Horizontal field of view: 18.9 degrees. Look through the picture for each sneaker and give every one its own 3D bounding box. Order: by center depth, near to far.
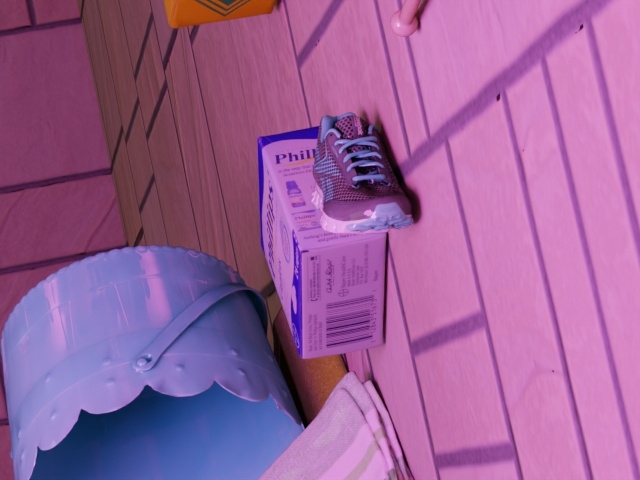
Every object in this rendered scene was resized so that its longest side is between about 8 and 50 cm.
[{"bbox_3d":[0.024,-0.050,1.379,0.166,0.065,0.076,-137,41,-70],"label":"sneaker"}]

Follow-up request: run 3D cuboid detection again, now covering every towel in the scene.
[{"bbox_3d":[0.002,0.288,1.518,0.248,0.038,0.325,-50,35,21],"label":"towel"}]

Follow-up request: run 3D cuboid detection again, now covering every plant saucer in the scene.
[{"bbox_3d":[-0.006,0.160,1.791,0.188,0.045,0.188,90,166,-45],"label":"plant saucer"}]

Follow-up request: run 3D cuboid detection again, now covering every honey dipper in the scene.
[{"bbox_3d":[0.059,-0.155,1.165,0.160,0.030,0.030,116,142,-75],"label":"honey dipper"}]

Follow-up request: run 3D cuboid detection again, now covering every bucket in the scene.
[{"bbox_3d":[-0.155,0.148,1.731,0.281,0.281,0.183,93,164,-52],"label":"bucket"}]

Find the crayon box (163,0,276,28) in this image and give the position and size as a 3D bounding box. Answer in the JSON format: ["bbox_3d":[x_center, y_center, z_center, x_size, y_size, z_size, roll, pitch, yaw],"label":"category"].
[{"bbox_3d":[-0.102,-0.393,1.576,0.313,0.106,0.362,128,131,-78],"label":"crayon box"}]

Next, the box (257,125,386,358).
[{"bbox_3d":[0.000,0.000,1.519,0.137,0.072,0.126,-110,15,-44],"label":"box"}]
